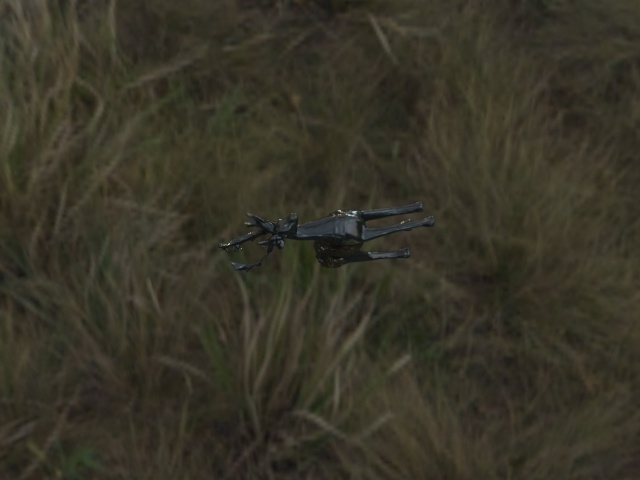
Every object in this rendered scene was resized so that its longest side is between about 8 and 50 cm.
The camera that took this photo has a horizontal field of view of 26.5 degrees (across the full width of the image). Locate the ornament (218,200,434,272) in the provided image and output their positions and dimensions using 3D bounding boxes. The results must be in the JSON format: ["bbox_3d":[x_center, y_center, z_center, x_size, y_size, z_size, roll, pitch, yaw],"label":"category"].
[{"bbox_3d":[0.000,0.000,0.799,0.125,0.073,0.028,-8,73,-15],"label":"ornament"}]
